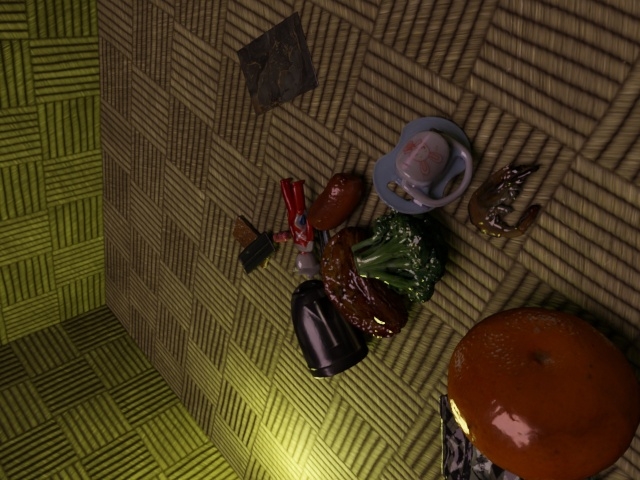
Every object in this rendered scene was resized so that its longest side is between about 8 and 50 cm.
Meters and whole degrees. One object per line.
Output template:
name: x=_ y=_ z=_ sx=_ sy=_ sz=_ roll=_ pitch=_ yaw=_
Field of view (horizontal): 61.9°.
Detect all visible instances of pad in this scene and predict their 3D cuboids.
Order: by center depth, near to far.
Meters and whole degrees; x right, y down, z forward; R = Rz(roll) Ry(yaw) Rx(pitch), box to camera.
pad: x=-0.158 y=-0.598 z=1.854 sx=0.367 sy=0.007 sz=0.248 roll=-7 pitch=102 yaw=49

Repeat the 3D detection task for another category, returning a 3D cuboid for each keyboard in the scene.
keyboard: x=-0.301 y=0.079 z=2.281 sx=0.381 sy=0.041 sz=0.104 roll=-36 pitch=80 yaw=43

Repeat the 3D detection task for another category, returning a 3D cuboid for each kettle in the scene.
kettle: x=0.005 y=0.293 z=1.958 sx=0.321 sy=0.228 sz=0.324 roll=-160 pitch=46 yaw=-84

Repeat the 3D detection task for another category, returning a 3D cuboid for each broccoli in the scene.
broccoli: x=0.227 y=0.031 z=1.548 sx=0.308 sy=0.275 sz=0.308 roll=168 pitch=90 yaw=-83

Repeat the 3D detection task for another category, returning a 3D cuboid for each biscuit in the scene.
biscuit: x=-0.291 y=0.005 z=2.274 sx=0.231 sy=0.025 sz=0.131 roll=46 pitch=136 yaw=22

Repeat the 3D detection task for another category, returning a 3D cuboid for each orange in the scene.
orange: x=0.517 y=0.365 z=1.274 sx=0.423 sy=0.424 sz=0.326 roll=23 pitch=147 yaw=40

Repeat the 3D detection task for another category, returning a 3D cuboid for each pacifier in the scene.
pacifier: x=0.283 y=-0.185 z=1.445 sx=0.238 sy=0.287 sz=0.226 roll=34 pitch=175 yaw=11

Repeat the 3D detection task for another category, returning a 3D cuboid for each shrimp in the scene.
shrimp: x=0.480 y=-0.092 z=1.362 sx=0.173 sy=0.058 sz=0.253 roll=54 pitch=142 yaw=3

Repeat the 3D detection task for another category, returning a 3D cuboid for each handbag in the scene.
handbag: x=0.554 y=0.595 z=1.528 sx=0.416 sy=0.180 sz=0.317 roll=3 pitch=98 yaw=48

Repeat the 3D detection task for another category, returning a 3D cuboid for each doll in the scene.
doll: x=-0.071 y=-0.037 z=1.956 sx=0.188 sy=0.099 sz=0.384 roll=-153 pitch=52 yaw=-63

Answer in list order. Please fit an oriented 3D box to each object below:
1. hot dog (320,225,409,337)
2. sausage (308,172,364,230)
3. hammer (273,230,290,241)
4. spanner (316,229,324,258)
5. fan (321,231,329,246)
hot dog: x=0.136 y=0.147 z=1.753 sx=0.388 sy=0.174 sz=0.267 roll=62 pitch=154 yaw=6
sausage: x=0.050 y=-0.123 z=1.760 sx=0.133 sy=0.133 sz=0.258 roll=54 pitch=134 yaw=14
hammer: x=-0.152 y=-0.016 z=2.101 sx=0.083 sy=0.043 sz=0.043 roll=-8 pitch=102 yaw=51
spanner: x=0.000 y=0.000 z=1.928 sx=0.054 sy=0.015 sz=0.255 roll=31 pitch=136 yaw=58
fan: x=0.023 y=0.011 z=1.937 sx=0.057 sy=0.023 sz=0.282 roll=-6 pitch=102 yaw=47
